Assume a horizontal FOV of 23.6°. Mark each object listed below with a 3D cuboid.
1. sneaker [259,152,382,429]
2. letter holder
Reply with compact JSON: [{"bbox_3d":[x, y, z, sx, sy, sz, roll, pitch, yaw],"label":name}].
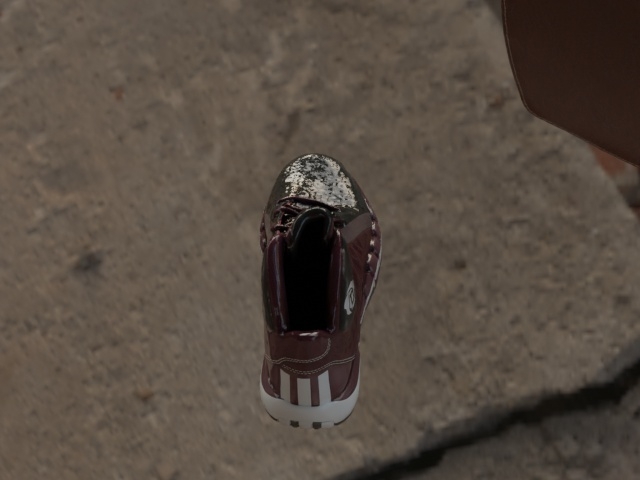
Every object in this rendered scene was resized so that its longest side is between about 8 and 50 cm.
[{"bbox_3d":[0.000,0.000,1.250,0.106,0.162,0.281,-1,50,0],"label":"sneaker"},{"bbox_3d":[0.272,-0.190,1.239,0.214,0.302,0.152,27,74,20],"label":"letter holder"}]
